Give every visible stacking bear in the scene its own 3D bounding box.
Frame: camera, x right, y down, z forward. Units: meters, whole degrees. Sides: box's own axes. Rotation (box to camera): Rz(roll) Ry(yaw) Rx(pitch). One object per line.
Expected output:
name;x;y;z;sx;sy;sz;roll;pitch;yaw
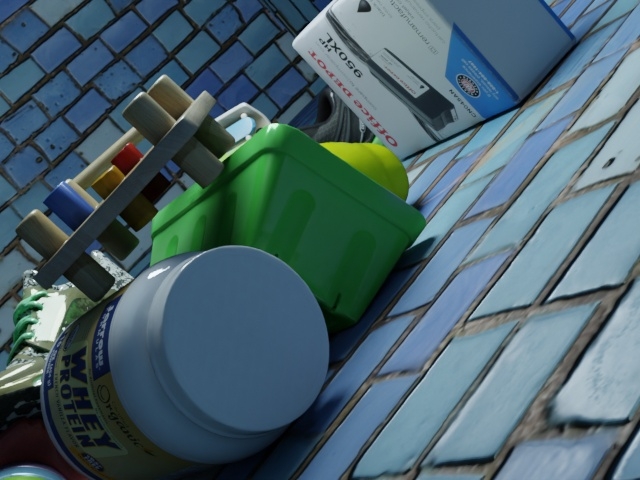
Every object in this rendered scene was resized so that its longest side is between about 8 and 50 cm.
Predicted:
stacking bear;-0.355;0.363;1.370;0.164;0.175;0.289;-41;17;1

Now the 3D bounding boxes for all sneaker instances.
sneaker;-0.382;0.133;1.606;0.158;0.182;0.410;-50;-7;31
sneaker;-0.082;-0.099;2.112;0.483;0.202;0.185;-47;10;-24

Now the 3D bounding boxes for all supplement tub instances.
supplement tub;-0.154;0.144;1.263;0.316;0.228;0.228;-31;15;51

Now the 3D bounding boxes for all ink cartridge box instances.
ink cartridge box;0.164;-0.316;1.820;0.166;0.285;0.395;-47;10;-22

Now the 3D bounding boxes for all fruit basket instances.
fruit basket;-0.031;-0.030;1.527;0.392;0.283;0.392;-47;23;26

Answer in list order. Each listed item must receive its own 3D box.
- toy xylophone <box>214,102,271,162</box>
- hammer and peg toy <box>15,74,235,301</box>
toy xylophone;-0.161;-0.101;2.327;0.236;0.323;0.081;-35;-29;31
hammer and peg toy;-0.226;-0.074;1.406;0.266;0.127;0.361;-46;10;9
